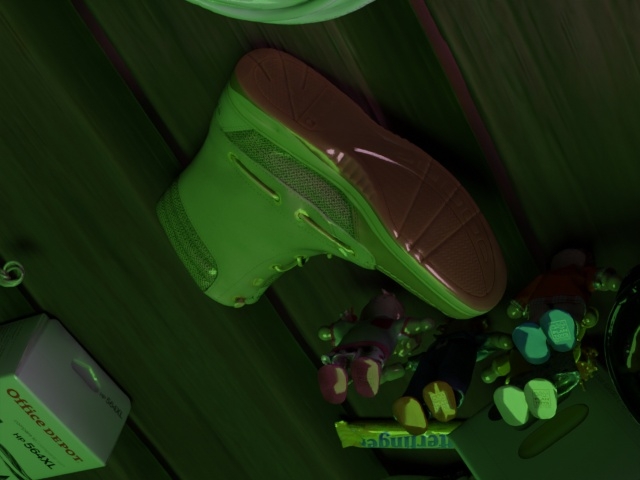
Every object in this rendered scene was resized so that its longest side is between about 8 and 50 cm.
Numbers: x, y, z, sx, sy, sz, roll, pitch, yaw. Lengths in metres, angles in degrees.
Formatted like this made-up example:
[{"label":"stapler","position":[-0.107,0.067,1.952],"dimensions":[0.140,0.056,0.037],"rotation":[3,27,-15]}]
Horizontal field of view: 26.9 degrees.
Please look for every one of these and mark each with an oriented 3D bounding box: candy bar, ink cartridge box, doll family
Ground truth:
[{"label":"candy bar","position":[0.093,0.187,1.285],"dimensions":[0.161,0.018,0.040],"rotation":[-2,133,21]},{"label":"ink cartridge box","position":[-0.319,0.169,1.355],"dimensions":[0.203,0.086,0.148],"rotation":[-16,126,32]},{"label":"doll family","position":[0.129,0.093,1.082],"dimensions":[0.263,0.163,0.118],"rotation":[-14,107,25]}]

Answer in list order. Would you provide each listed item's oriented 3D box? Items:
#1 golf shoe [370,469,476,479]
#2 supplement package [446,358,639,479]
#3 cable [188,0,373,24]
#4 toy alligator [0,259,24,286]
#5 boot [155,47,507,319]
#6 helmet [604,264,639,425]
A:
[{"label":"golf shoe","position":[0.140,0.247,1.300],"dimensions":[0.198,0.077,0.094],"rotation":[11,126,-1]},{"label":"supplement package","position":[0.252,0.243,1.087],"dimensions":[0.145,0.262,0.204],"rotation":[-38,119,1]},{"label":"cable","position":[-0.036,-0.257,0.832],"dimensions":[0.257,0.089,0.257],"rotation":[16,137,4]},{"label":"toy alligator","position":[-0.352,0.033,1.259],"dimensions":[0.189,0.056,0.051],"rotation":[0,176,17]},{"label":"boot","position":[0.000,0.000,1.049],"dimensions":[0.262,0.095,0.203],"rotation":[39,135,0]},{"label":"helmet","position":[0.308,0.077,0.997],"dimensions":[0.169,0.161,0.169],"rotation":[9,102,45]}]
